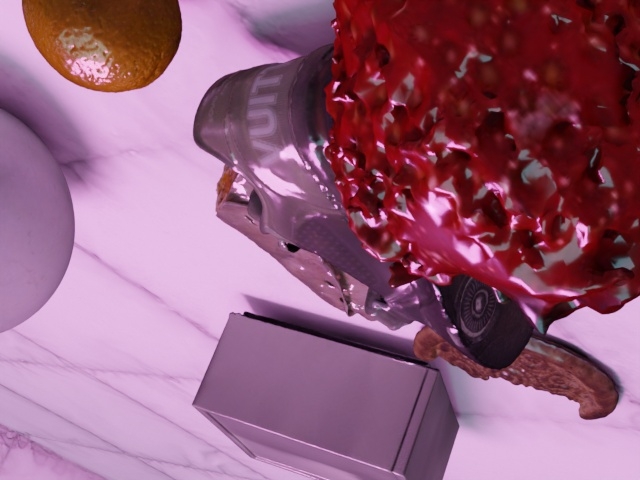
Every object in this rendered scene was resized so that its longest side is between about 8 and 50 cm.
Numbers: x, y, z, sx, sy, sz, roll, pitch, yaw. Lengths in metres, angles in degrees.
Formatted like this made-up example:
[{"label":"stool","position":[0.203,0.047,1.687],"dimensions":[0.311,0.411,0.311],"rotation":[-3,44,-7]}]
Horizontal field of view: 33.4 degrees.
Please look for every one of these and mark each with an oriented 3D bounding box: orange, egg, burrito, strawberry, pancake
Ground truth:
[{"label":"orange","position":[-0.125,-0.130,0.610],"dimensions":[0.095,0.085,0.085],"rotation":[44,155,-3]},{"label":"egg","position":[-0.298,-0.019,0.888],"dimensions":[0.183,0.182,0.264],"rotation":[23,151,-1]},{"label":"burrito","position":[0.000,0.000,0.815],"dimensions":[0.087,0.060,0.226],"rotation":[-12,139,46]},{"label":"strawberry","position":[0.077,-0.068,0.450],"dimensions":[0.184,0.187,0.201],"rotation":[-20,115,22]},{"label":"pancake","position":[0.175,0.118,0.979],"dimensions":[0.190,0.020,0.184],"rotation":[5,154,36]}]

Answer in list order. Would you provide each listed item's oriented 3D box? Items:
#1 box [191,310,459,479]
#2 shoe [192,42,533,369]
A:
[{"label":"box","position":[0.016,0.183,1.130],"dimensions":[0.225,0.117,0.225],"rotation":[15,160,18]},{"label":"shoe","position":[0.032,-0.020,0.695],"dimensions":[0.149,0.109,0.293],"rotation":[9,151,39]}]
